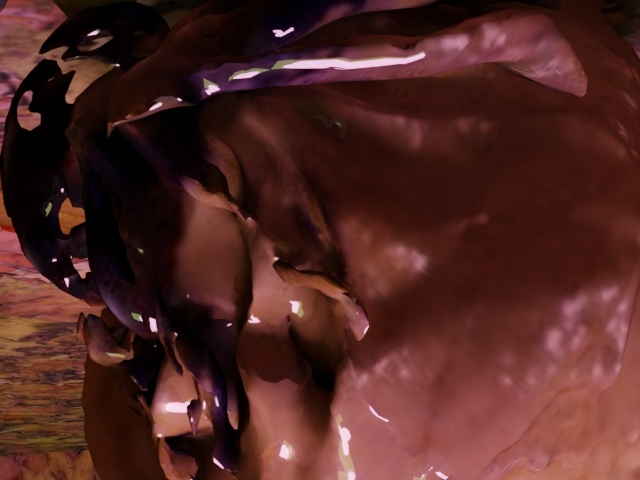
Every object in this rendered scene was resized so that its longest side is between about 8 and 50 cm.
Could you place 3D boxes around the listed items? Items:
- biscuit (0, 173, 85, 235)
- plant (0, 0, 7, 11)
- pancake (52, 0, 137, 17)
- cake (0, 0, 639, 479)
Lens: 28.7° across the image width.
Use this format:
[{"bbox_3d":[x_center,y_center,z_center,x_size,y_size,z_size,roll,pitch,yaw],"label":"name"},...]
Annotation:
[{"bbox_3d":[-0.154,-0.034,0.895,0.226,0.036,0.166,-10,164,27],"label":"biscuit"},{"bbox_3d":[-0.123,-0.144,0.263,0.142,0.164,0.256,-4,154,4],"label":"plant"},{"bbox_3d":[-0.223,-0.139,0.455,0.377,0.054,0.197,9,162,-33],"label":"pancake"},{"bbox_3d":[0.000,-0.006,0.584,0.332,0.332,0.321,-12,136,32],"label":"cake"}]
